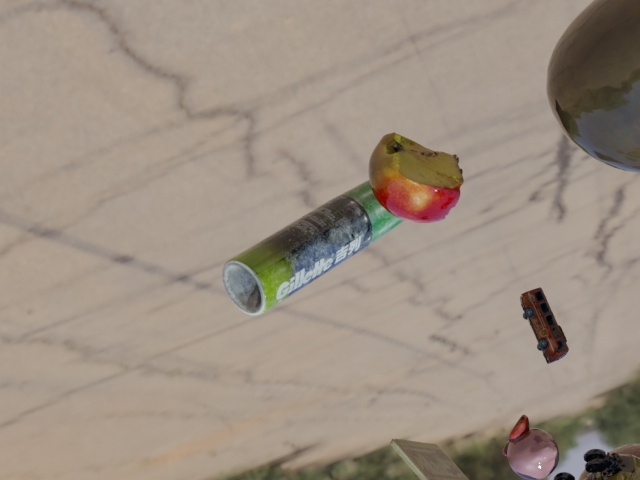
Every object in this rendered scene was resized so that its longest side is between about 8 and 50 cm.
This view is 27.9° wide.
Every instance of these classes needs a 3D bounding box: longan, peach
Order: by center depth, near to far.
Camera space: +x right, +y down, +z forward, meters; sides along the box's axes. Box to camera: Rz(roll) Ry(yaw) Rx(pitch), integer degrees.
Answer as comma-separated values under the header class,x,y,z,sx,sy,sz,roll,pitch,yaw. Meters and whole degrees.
class,x,y,z,sx,sy,sz,roll,pitch,yaw
longan,0.418,-0.209,1.598,0.300,0.243,0.300,-24,178,-1
peach,0.128,-0.084,1.818,0.151,0.151,0.118,-10,136,-46

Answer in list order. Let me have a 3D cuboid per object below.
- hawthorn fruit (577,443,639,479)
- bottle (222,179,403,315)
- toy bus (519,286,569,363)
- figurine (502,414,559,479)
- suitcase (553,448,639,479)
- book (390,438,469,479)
class,x,y,z,sx,sy,sz,roll,pitch,yaw
hawthorn fruit,0.592,0.492,2.274,0.295,0.295,0.311,-26,156,17
bottle,0.000,0.000,1.937,0.330,0.093,0.093,-32,177,-37
toy bus,0.328,0.124,1.893,0.043,0.110,0.031,-22,165,-2
figurine,0.277,0.280,1.691,0.067,0.071,0.083,-51,162,-22
suitcase,0.430,0.388,1.659,0.235,0.193,0.143,23,131,-20
book,0.223,0.428,2.302,0.013,0.192,0.168,-52,145,14
